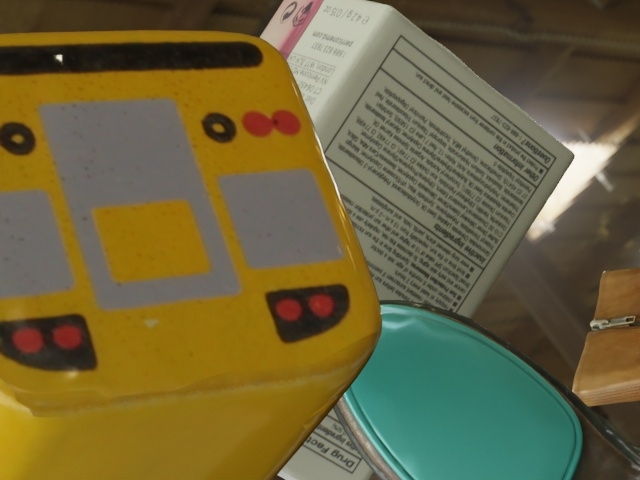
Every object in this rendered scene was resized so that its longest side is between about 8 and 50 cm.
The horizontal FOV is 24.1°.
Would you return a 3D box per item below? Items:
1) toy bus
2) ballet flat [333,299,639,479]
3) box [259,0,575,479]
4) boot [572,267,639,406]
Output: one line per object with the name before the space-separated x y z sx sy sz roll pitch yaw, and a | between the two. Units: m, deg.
toy bus | -0.103 0.066 0.466 0.108 0.130 0.333 -7 -29 -29
ballet flat | 0.119 0.130 0.730 0.095 0.280 0.096 -55 -7 -13
box | 0.000 0.000 0.814 0.148 0.127 0.232 34 -92 -29
boot | 0.300 0.072 0.972 0.280 0.264 0.096 -8 -58 20
